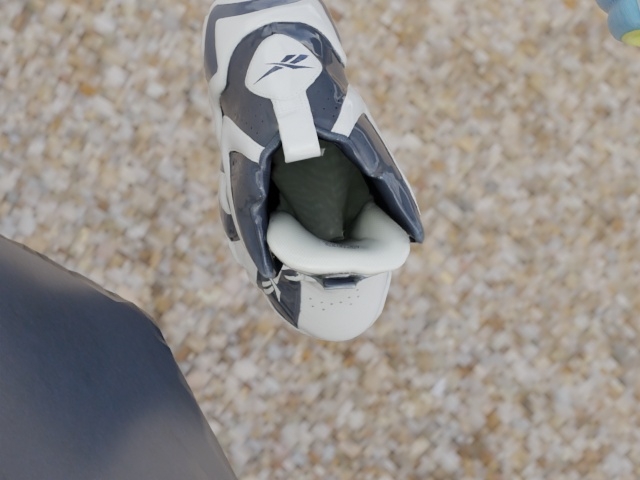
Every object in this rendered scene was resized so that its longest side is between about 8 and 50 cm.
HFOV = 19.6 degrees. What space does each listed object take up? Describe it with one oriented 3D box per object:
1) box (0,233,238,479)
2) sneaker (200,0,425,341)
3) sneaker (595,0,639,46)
[{"bbox_3d":[-0.215,0.302,0.673,0.480,0.471,0.297,60,13,27],"label":"box"},{"bbox_3d":[0.000,0.000,0.952,0.094,0.235,0.153,-9,41,-5],"label":"sneaker"},{"bbox_3d":[0.185,-0.211,0.838,0.127,0.319,0.208,-15,64,-11],"label":"sneaker"}]
